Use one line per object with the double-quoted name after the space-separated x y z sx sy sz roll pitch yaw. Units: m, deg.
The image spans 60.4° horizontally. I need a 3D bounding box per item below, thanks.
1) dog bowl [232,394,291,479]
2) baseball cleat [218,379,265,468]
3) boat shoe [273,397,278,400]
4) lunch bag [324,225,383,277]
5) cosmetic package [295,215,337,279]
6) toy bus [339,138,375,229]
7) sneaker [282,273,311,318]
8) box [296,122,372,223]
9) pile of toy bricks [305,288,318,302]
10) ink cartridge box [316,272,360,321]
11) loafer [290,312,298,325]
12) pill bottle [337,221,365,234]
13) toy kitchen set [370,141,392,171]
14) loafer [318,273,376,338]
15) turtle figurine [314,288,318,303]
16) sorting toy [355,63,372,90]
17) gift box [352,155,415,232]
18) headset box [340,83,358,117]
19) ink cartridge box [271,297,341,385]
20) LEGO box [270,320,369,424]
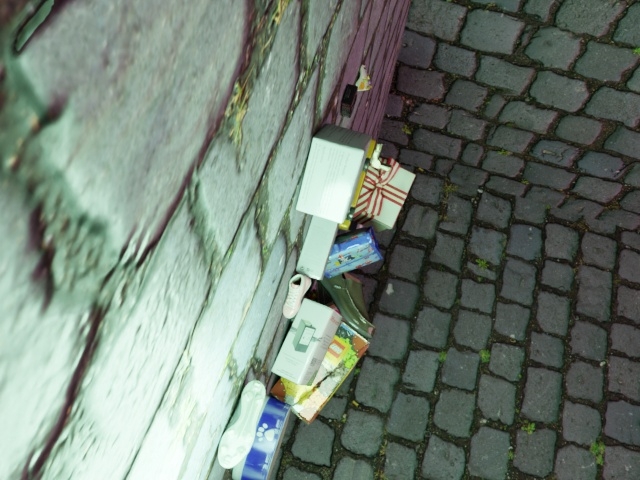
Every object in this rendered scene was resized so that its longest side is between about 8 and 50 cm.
-0.179 0.625 1.713 0.265 0.104 0.265 18 90 -85 "dog bowl"
-0.178 0.429 1.268 0.109 0.072 0.206 112 3 -56 "baseball cleat"
-0.164 0.662 2.203 0.183 0.066 0.066 142 -53 -76 "boat shoe"
0.082 0.030 1.912 0.293 0.220 0.138 24 46 -77 "lunch bag"
0.000 0.000 1.683 0.117 0.085 0.231 49 59 -85 "cosmetic package"
0.094 -0.201 1.897 0.130 0.108 0.333 85 22 -81 "toy bus"
-0.078 0.156 1.582 0.134 0.051 0.070 -62 155 -9 "sneaker"
0.035 -0.163 1.301 0.182 0.119 0.181 -61 168 -66 "box"
-0.031 0.323 2.301 0.118 0.105 0.212 -48 155 -78 "pile of toy bricks"
0.086 0.231 2.352 0.234 0.088 0.193 32 42 -44 "ink cartridge box"
-0.083 0.288 1.992 0.125 0.045 0.039 86 15 -69 "loafer"
0.130 -0.066 2.316 0.108 0.180 0.108 17 90 -85 "pill bottle"
0.223 -0.299 1.942 0.068 0.075 0.083 -67 173 -68 "toy kitchen set"
0.106 0.203 2.066 0.130 0.366 0.134 -36 158 1 "loafer"
0.000 0.287 2.457 0.175 0.118 0.234 -53 -169 -3 "turtle figurine"
0.135 -0.514 1.726 0.083 0.044 0.075 -63 150 -64 "sorting toy"
0.174 -0.181 2.076 0.258 0.276 0.255 151 -41 -80 "gift box"
0.080 -0.389 1.525 0.083 0.032 0.062 83 24 -76 "headset box"
-0.042 0.358 1.919 0.273 0.114 0.198 -65 163 -10 "ink cartridge box"
0.003 0.520 2.247 0.372 0.193 0.500 -52 171 -10 "LEGO box"
